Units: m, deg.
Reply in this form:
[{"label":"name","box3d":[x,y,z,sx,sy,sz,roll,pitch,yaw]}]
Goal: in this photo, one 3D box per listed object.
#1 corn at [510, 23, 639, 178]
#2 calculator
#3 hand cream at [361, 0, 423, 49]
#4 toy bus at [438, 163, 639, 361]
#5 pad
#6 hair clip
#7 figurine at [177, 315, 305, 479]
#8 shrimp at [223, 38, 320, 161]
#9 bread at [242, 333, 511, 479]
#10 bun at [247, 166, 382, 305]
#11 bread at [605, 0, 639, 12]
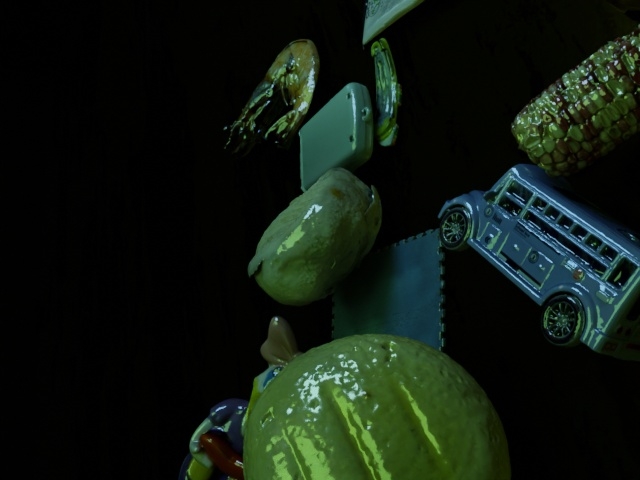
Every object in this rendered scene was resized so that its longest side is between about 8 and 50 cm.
[{"label":"corn","box3d":[0.330,-0.173,0.821,0.290,0.098,0.098,-39,45,20]},{"label":"calculator","box3d":[0.022,-0.166,1.354,0.246,0.045,0.141,-34,54,58]},{"label":"hand cream","box3d":[0.153,-0.417,1.273,0.336,0.076,0.121,-18,58,61]},{"label":"toy bus","box3d":[0.259,0.010,0.877,0.133,0.125,0.292,-64,35,18]},{"label":"pad","box3d":[0.094,0.135,1.190,0.269,0.012,0.269,-20,61,52]},{"label":"hair clip","box3d":[0.103,-0.236,1.295,0.060,0.033,0.188,-19,68,55]},{"label":"figurine","box3d":[-0.108,0.308,1.311,0.193,0.154,0.421,-53,-4,-46]},{"label":"shrimp","box3d":[-0.080,-0.252,1.564,0.289,0.075,0.178,-50,41,14]},{"label":"bread","box3d":[0.062,0.265,0.922,0.237,0.320,0.320,95,166,-55]},{"label":"bun","box3d":[0.000,0.000,1.243,0.239,0.141,0.239,-44,12,12]},{"label":"bread","box3d":[0.380,-0.363,0.864,0.181,0.096,0.222,29,102,54]}]
